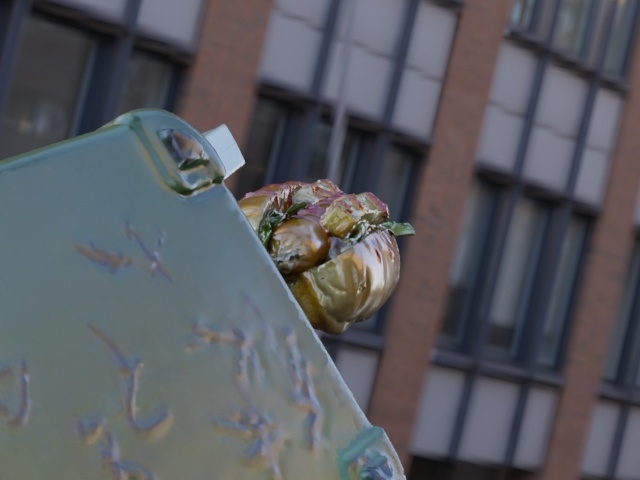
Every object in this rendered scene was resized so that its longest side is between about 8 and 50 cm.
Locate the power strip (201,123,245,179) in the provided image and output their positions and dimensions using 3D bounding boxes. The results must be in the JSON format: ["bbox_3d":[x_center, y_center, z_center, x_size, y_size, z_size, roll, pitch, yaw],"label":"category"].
[{"bbox_3d":[-0.108,-0.059,1.476,0.075,0.042,0.175,-26,8,20],"label":"power strip"}]

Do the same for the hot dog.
[{"bbox_3d":[0.000,0.000,1.039,0.104,0.076,0.250,27,5,7],"label":"hot dog"}]

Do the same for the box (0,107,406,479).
[{"bbox_3d":[-0.126,0.090,0.673,0.178,0.253,0.329,-34,-2,31],"label":"box"}]
